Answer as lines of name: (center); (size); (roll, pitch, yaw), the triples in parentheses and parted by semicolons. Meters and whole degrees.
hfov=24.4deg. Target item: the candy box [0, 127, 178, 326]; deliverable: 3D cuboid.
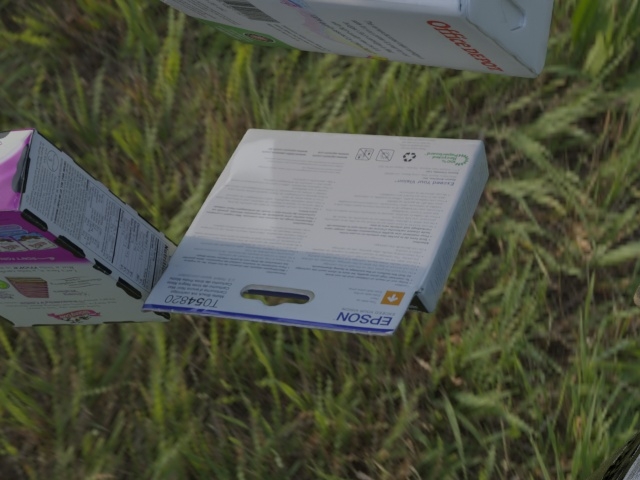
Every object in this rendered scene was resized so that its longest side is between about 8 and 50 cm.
candy box: (-0.233, -0.003, 1.162); (0.159, 0.233, 0.071); (-3, 66, 22)

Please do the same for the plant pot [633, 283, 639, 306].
plant pot: (0.350, 0.028, 1.307); (0.109, 0.096, 0.109); (39, 80, 24)

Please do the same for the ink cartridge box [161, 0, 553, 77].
ink cartridge box: (0.024, -0.215, 1.142); (0.278, 0.201, 0.117); (10, 87, 25)

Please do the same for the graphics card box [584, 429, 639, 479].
graphics card box: (0.171, 0.162, 0.478); (0.233, 0.371, 0.094); (41, 52, 8)

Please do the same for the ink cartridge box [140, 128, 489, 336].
ink cartridge box: (0.000, 0.000, 1.184); (0.223, 0.045, 0.224); (5, 45, 26)
